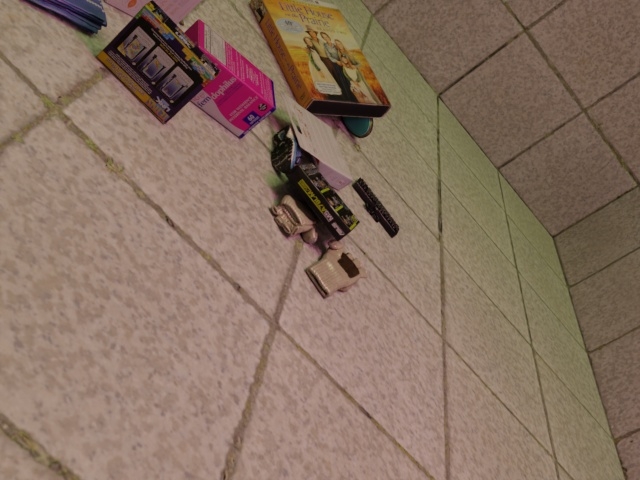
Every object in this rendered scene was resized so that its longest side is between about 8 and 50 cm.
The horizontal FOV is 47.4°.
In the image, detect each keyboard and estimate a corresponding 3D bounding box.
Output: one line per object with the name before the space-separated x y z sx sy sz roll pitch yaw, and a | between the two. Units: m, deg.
keyboard | 0.152 -0.089 1.968 0.180 0.023 0.108 52 24 -4

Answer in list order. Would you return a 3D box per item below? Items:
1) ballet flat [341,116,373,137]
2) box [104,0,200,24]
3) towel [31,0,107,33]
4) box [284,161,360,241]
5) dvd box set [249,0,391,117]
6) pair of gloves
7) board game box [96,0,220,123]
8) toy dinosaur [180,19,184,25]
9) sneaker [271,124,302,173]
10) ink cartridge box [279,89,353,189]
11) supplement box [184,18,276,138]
ballet flat | 0.092 -0.424 2.215 0.280 0.095 0.096 63 17 17
box | -0.347 -0.527 1.497 0.170 0.130 0.091 17 45 -55
towel | -0.523 -0.533 1.313 0.243 0.040 0.336 16 43 -51
box | 0.008 -0.090 1.611 0.184 0.045 0.191 53 11 -1
dvd box set | 0.002 -0.540 2.117 0.308 0.062 0.420 -3 59 -39
pair of gloves | 0.000 0.000 1.553 0.240 0.042 0.204 58 24 10
board game box | -0.291 -0.318 1.313 0.170 0.141 0.048 46 27 -19
toy dinosaur | -0.373 -0.622 1.639 0.268 0.064 0.118 62 2 13
sneaker | -0.066 -0.200 1.670 0.073 0.063 0.162 46 26 -29
ink cartridge box | -0.025 -0.243 1.798 0.232 0.066 0.189 21 41 -49
supplement box | -0.209 -0.334 1.521 0.220 0.111 0.114 35 31 -35
